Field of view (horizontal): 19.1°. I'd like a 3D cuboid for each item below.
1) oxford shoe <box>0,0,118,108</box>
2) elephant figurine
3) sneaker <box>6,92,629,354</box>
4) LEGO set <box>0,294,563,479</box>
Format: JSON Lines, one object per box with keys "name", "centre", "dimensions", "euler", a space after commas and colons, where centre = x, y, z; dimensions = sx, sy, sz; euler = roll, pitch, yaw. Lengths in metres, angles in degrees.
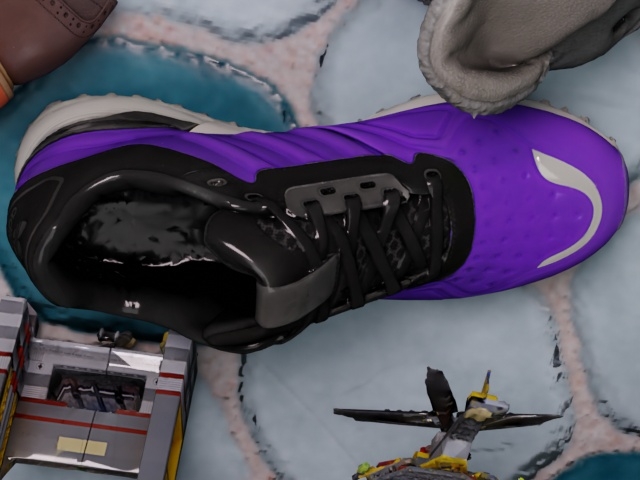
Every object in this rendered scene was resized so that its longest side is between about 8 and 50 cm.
{"name": "oxford shoe", "centre": [-0.186, -0.186, 0.816], "dimensions": [0.098, 0.097, 0.271], "euler": [-34, 117, -8]}
{"name": "elephant figurine", "centre": [0.083, -0.133, 0.810], "dimensions": [0.186, 0.169, 0.239], "euler": [6, 131, 22]}
{"name": "sneaker", "centre": [0.000, 0.001, 0.865], "dimensions": [0.293, 0.146, 0.102], "euler": [-1, 113, 0]}
{"name": "LEGO set", "centre": [-0.047, 0.148, 0.945], "dimensions": [0.331, 0.192, 0.255], "euler": [2, 145, 10]}
